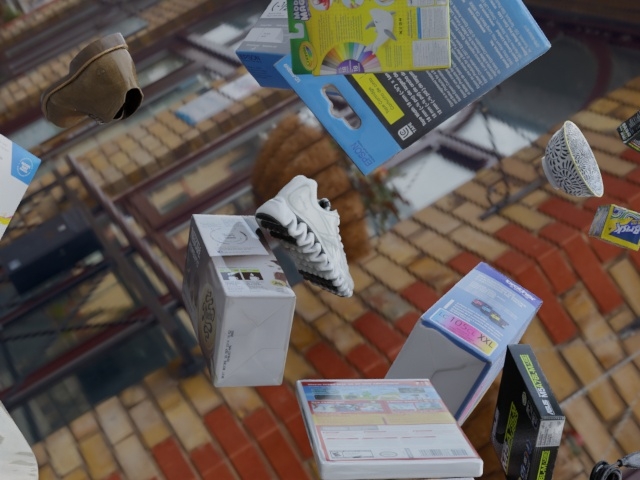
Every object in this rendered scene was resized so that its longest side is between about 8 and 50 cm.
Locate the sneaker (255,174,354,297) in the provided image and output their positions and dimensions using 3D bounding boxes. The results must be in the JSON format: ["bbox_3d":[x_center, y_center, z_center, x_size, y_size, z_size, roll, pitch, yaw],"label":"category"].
[{"bbox_3d":[0.000,0.000,1.849,0.110,0.118,0.292,20,-24,38],"label":"sneaker"}]

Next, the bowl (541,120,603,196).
[{"bbox_3d":[0.508,-0.153,2.131,0.170,0.080,0.170,38,39,-39],"label":"bowl"}]

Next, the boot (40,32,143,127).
[{"bbox_3d":[-0.392,-0.236,1.771,0.305,0.112,0.115,-26,-87,57],"label":"boot"}]

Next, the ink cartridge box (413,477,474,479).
[{"bbox_3d":[0.190,0.529,1.721,0.283,0.207,0.117,-110,-158,-62],"label":"ink cartridge box"}]

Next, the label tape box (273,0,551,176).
[{"bbox_3d":[0.128,-0.288,1.513,0.241,0.333,0.106,49,15,-29],"label":"label tape box"}]

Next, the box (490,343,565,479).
[{"bbox_3d":[0.310,0.286,1.572,0.184,0.045,0.191,-106,-162,-59],"label":"box"}]

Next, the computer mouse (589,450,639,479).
[{"bbox_3d":[0.488,0.400,1.567,0.060,0.261,0.184,27,-72,63],"label":"computer mouse"}]

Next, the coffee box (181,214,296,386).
[{"bbox_3d":[-0.142,0.091,1.720,0.297,0.118,0.168,-122,-142,-58],"label":"coffee box"}]

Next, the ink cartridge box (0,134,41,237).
[{"bbox_3d":[-0.545,-0.057,1.584,0.078,0.231,0.134,19,-10,33],"label":"ink cartridge box"}]

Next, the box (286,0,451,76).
[{"bbox_3d":[0.054,-0.239,1.152,0.043,0.179,0.105,-74,161,-74],"label":"box"}]

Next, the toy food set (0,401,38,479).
[{"bbox_3d":[-0.498,0.237,1.256,0.219,0.092,0.306,13,14,-40],"label":"toy food set"}]

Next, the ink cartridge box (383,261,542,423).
[{"bbox_3d":[0.252,0.212,1.890,0.151,0.395,0.270,33,-63,13],"label":"ink cartridge box"}]

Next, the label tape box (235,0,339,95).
[{"bbox_3d":[0.032,-0.446,1.988,0.249,0.348,0.115,13,-25,41],"label":"label tape box"}]

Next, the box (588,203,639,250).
[{"bbox_3d":[0.447,-0.020,1.559,0.059,0.054,0.169,20,5,8],"label":"box"}]

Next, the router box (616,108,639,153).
[{"bbox_3d":[0.546,-0.173,1.648,0.122,0.092,0.038,23,39,-36],"label":"router box"}]

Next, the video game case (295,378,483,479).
[{"bbox_3d":[0.082,0.248,1.394,0.285,0.204,0.025,-119,-150,-75],"label":"video game case"}]
